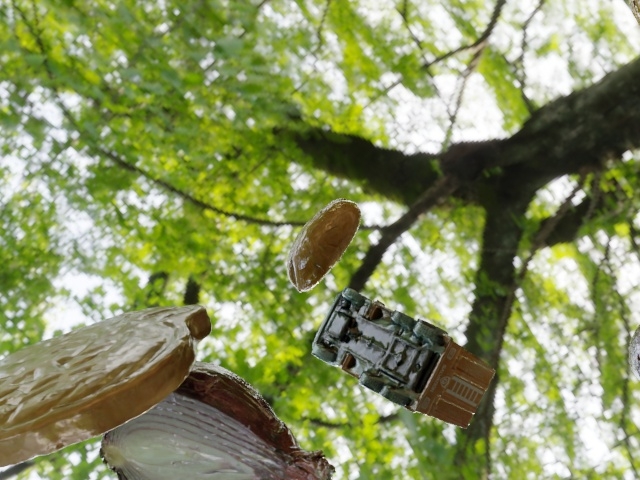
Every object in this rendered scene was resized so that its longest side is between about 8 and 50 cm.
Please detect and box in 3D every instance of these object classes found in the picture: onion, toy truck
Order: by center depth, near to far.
[{"bbox_3d":[-0.123,0.281,1.362,0.159,0.349,0.267,-56,-34,-58],"label":"onion"},{"bbox_3d":[0.128,0.187,1.559,0.162,0.136,0.305,30,176,-34],"label":"toy truck"}]

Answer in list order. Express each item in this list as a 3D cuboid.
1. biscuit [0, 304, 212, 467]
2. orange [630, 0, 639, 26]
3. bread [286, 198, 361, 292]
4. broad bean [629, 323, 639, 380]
[{"bbox_3d":[-0.329,0.175,1.237,0.365,0.385,0.062,-55,-54,-68],"label":"biscuit"},{"bbox_3d":[0.543,-0.342,1.154,0.341,0.293,0.340,18,-176,-1],"label":"orange"},{"bbox_3d":[0.000,0.000,1.695,0.077,0.114,0.189,45,-107,-31],"label":"bread"},{"bbox_3d":[0.506,0.153,1.398,0.085,0.165,0.114,8,-138,-15],"label":"broad bean"}]
